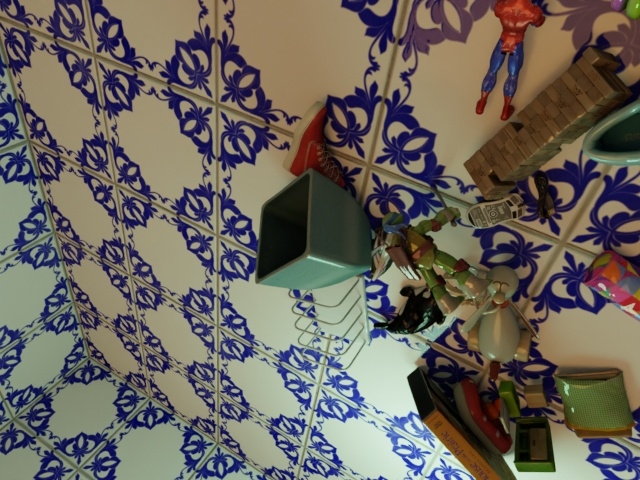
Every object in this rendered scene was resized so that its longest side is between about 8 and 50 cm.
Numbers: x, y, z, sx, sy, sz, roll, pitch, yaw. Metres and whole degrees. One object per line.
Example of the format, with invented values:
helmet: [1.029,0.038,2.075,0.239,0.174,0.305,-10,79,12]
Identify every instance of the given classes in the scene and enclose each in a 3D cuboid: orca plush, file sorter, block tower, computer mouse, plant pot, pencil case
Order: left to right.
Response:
plant pot: [0.000,0.000,1.300,0.252,0.247,0.248,20,148,-33]
file sorter: [0.027,0.247,1.523,0.192,0.173,0.278,11,127,29]
orca plush: [0.254,0.224,1.396,0.287,0.102,0.151,-29,102,44]
computer mouse: [0.429,-0.081,1.105,0.193,0.042,0.106,-14,116,34]
block tower: [0.433,-0.212,0.951,0.335,0.091,0.097,-49,57,44]
pencil case: [0.686,0.126,1.035,0.236,0.104,0.104,40,135,6]

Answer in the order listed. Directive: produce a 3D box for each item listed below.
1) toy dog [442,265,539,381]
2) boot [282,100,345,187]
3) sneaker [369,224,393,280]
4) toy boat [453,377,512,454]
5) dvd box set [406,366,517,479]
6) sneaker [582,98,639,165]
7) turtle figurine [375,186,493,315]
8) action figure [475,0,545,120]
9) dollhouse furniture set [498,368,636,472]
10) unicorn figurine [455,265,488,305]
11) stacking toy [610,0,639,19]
toy dog: [0.430,0.223,1.186,0.220,0.161,0.334,-12,130,39]
boot: [0.011,-0.230,1.257,0.176,0.088,0.244,36,142,7]
sneaker: [0.167,0.029,1.355,0.077,0.072,0.178,35,127,25]
toy boat: [0.502,0.500,1.420,0.151,0.151,0.231,-39,96,14]
dvd box set: [0.431,0.593,1.420,0.062,0.307,0.420,-42,92,7]
sneaker: [0.597,-0.193,0.757,0.366,0.150,0.135,-28,81,60]
turtle figurine: [0.271,0.020,1.140,0.198,0.274,0.266,-40,84,8]
action figure: [0.365,-0.383,0.912,0.091,0.139,0.280,19,152,19]
dollhouse furniture set: [0.635,0.466,1.237,0.301,0.151,0.198,-15,112,29]
unicorn figurine: [0.411,0.111,1.248,0.111,0.060,0.162,13,142,16]
stacking toy: [0.524,-0.406,0.748,0.302,0.175,0.166,34,137,26]
